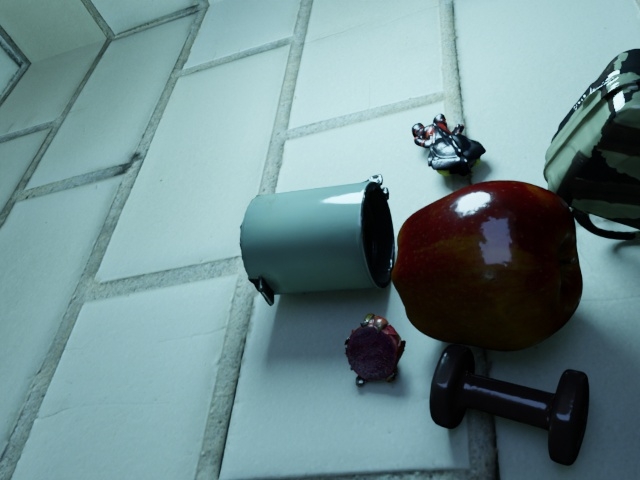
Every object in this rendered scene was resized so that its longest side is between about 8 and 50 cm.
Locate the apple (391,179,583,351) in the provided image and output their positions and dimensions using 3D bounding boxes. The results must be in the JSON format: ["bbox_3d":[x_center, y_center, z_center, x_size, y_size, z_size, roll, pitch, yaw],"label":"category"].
[{"bbox_3d":[0.283,0.043,0.988,0.316,0.288,0.288,-9,45,42],"label":"apple"}]

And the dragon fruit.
[{"bbox_3d":[0.106,0.198,1.080,0.112,0.127,0.068,-8,6,28],"label":"dragon fruit"}]

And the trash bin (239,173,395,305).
[{"bbox_3d":[0.000,0.000,1.210,0.262,0.217,0.277,-5,51,23],"label":"trash bin"}]

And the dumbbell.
[{"bbox_3d":[0.291,0.248,0.910,0.225,0.124,0.140,9,56,33],"label":"dumbbell"}]

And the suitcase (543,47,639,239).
[{"bbox_3d":[0.560,-0.131,0.976,0.351,0.339,0.194,17,58,-1],"label":"suitcase"}]

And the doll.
[{"bbox_3d":[0.297,-0.217,1.360,0.127,0.088,0.249,-46,33,12],"label":"doll"}]
